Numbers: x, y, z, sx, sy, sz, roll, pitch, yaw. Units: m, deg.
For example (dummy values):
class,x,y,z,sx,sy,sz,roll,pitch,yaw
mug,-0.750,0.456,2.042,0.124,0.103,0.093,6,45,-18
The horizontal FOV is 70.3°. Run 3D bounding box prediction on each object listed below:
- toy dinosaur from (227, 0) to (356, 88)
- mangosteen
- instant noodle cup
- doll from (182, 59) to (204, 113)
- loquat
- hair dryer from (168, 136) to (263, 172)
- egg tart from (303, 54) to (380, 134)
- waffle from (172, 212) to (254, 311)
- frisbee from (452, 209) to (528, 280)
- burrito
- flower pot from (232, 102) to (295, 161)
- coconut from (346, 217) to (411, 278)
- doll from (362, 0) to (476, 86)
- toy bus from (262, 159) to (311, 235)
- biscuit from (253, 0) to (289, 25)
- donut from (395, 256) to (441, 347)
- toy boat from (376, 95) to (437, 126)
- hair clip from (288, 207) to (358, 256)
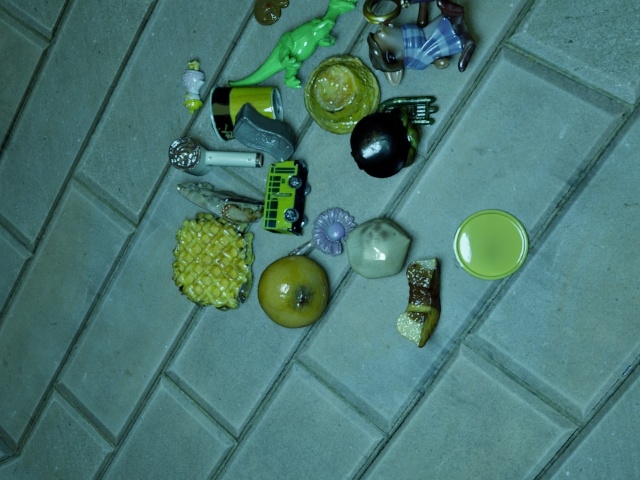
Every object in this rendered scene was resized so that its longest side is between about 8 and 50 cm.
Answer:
class,x,y,z,sx,sy,sz,roll,pitch,yaw
toy dinosaur,-0.128,-0.751,1.694,0.499,0.144,0.375,11,73,35
mangosteen,0.215,-0.323,1.522,0.242,0.243,0.243,0,91,19
instant noodle cup,-0.270,-0.485,1.702,0.235,0.215,0.216,-4,90,10
doll,-0.514,-0.615,1.835,0.129,0.081,0.208,8,96,38
loquat,-0.093,0.182,1.615,0.262,0.263,0.264,0,91,19
hair dryer,-0.379,-0.315,1.757,0.361,0.203,0.128,3,92,0
egg tart,0.065,-0.522,1.614,0.293,0.123,0.295,1,93,18
waffle,-0.431,0.086,1.813,0.379,0.095,0.383,8,96,19
frisbee,0.562,0.015,1.509,0.235,0.017,0.236,0,91,18
burrito,-0.381,-0.147,1.749,0.347,0.175,0.107,21,115,17
flower pot,-0.197,-0.375,1.609,0.229,0.108,0.103,25,126,-21
coconut,0.201,0.023,1.539,0.224,0.224,0.225,0,91,19
doll,0.314,-0.670,1.481,0.339,0.209,0.318,-12,84,21
toy bus,-0.127,-0.156,1.665,0.149,0.128,0.263,3,81,17
biscuit,-0.186,-0.909,1.744,0.175,0.026,0.124,-44,78,15
donut,0.339,0.204,1.532,0.112,0.151,0.295,10,81,32
toy boat,0.298,-0.445,1.572,0.210,0.052,0.104,4,95,18
hair clip,-0.004,0.001,1.675,0.300,0.069,0.173,-32,79,17
